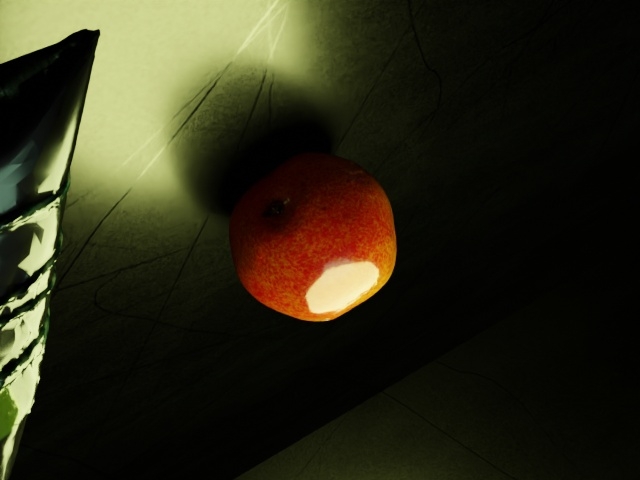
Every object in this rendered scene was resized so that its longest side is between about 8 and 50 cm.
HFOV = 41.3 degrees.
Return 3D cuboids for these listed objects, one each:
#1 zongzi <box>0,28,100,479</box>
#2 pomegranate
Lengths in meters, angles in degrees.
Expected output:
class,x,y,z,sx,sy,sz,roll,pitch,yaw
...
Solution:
class,x,y,z,sx,sy,sz,roll,pitch,yaw
zongzi,-0.303,-0.009,0.734,0.362,0.319,0.383,-28,135,-6
pomegranate,0.000,0.000,1.122,0.221,0.221,0.257,-40,161,11
